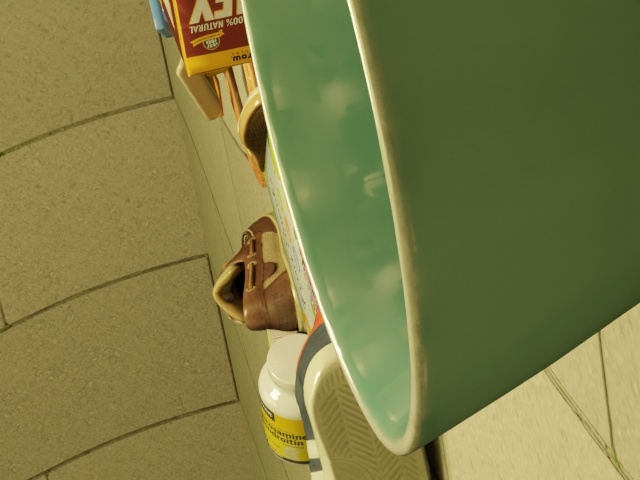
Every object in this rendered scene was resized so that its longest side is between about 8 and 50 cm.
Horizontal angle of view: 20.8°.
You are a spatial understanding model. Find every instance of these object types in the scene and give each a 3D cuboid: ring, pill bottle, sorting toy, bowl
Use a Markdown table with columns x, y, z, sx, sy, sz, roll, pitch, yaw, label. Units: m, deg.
| x | y | z | sx | sy | sz | roll | pitch | yaw | label |
| --- | --- | --- | --- | --- | --- | --- | --- | --- | --- |
| -0.100 | -0.235 | 2.250 | 0.336 | 0.032 | 0.336 | 165 | 90 | -83 | ring |
| -0.025 | 0.197 | 2.185 | 0.184 | 0.103 | 0.103 | 85 | 168 | -53 | pill bottle |
| -0.161 | -0.276 | 2.264 | 0.347 | 0.047 | 0.196 | 60 | -162 | -70 | sorting toy |
| 0.068 | -0.082 | 0.725 | 0.311 | 0.163 | 0.311 | 166 | 90 | -83 | bowl |

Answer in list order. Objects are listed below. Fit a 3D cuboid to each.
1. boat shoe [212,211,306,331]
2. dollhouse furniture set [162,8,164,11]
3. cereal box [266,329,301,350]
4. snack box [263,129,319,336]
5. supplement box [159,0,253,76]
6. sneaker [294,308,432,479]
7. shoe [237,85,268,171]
| x | y | z | sx | sy | sz | roll | pitch | yaw | label |
| --- | --- | --- | --- | --- | --- | --- | --- | --- | --- |
| -0.083 | 0.049 | 2.271 | 0.342 | 0.123 | 0.123 | -124 | 22 | -70 | boat shoe |
| -0.159 | -0.294 | 2.142 | 0.114 | 0.081 | 0.091 | -113 | 12 | -50 | dollhouse furniture set |
| -0.043 | 0.164 | 2.396 | 0.240 | 0.047 | 0.173 | -103 | 3 | -62 | cereal box |
| 0.001 | -0.009 | 1.742 | 0.174 | 0.070 | 0.207 | 102 | 154 | -74 | snack box |
| -0.101 | -0.300 | 1.745 | 0.194 | 0.129 | 0.191 | -115 | 14 | -56 | supplement box |
| 0.045 | 0.210 | 1.656 | 0.148 | 0.131 | 0.350 | -102 | 8 | -58 | sneaker |
| -0.061 | -0.137 | 1.949 | 0.219 | 0.076 | 0.058 | 94 | 156 | -73 | shoe |
